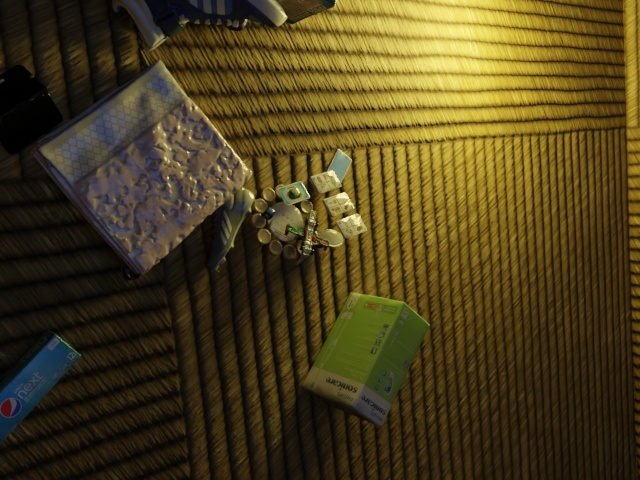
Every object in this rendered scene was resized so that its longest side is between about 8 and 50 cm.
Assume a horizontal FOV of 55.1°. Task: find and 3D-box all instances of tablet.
[{"bbox_3d":[0.047,-0.189,1.587,0.054,0.006,0.083,36,71,-32],"label":"tablet"}]

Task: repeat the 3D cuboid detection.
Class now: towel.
[{"bbox_3d":[-0.343,-0.152,1.238,0.332,0.053,0.317,-45,108,-25],"label":"towel"}]

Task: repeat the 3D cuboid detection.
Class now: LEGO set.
[{"bbox_3d":[-0.024,-0.057,1.487,0.244,0.060,0.183,-23,78,-38],"label":"LEGO set"}]

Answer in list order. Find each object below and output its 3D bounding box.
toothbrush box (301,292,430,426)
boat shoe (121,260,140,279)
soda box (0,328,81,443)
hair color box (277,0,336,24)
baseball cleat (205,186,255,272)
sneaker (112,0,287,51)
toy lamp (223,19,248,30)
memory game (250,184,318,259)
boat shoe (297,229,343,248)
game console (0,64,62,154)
[{"bbox_3d":[0.112,0.289,1.540,0.122,0.206,0.283,42,68,-31],"label":"toothbrush box"},{"bbox_3d":[-0.384,0.015,1.254,0.048,0.042,0.133,0,91,-34],"label":"boat shoe"},{"bbox_3d":[-0.547,0.268,1.125,0.210,0.071,0.067,-51,119,-23],"label":"soda box"},{"bbox_3d":[-0.017,-0.695,1.405,0.105,0.173,0.348,18,82,-36],"label":"hair color box"},{"bbox_3d":[-0.227,-0.036,1.363,0.109,0.072,0.206,32,69,-19],"label":"baseball cleat"},{"bbox_3d":[-0.257,-0.467,1.247,0.322,0.130,0.236,27,116,-32],"label":"sneaker"},{"bbox_3d":[-0.163,-0.602,1.364,0.080,0.080,0.275,20,78,-36],"label":"toy lamp"},{"bbox_3d":[-0.084,-0.044,1.465,0.186,0.012,0.186,10,72,-32],"label":"memory game"},{"bbox_3d":[0.000,0.000,1.543,0.125,0.038,0.046,-5,80,-37],"label":"boat shoe"},{"bbox_3d":[-0.560,-0.241,1.125,0.107,0.071,0.122,43,64,2],"label":"game console"}]
